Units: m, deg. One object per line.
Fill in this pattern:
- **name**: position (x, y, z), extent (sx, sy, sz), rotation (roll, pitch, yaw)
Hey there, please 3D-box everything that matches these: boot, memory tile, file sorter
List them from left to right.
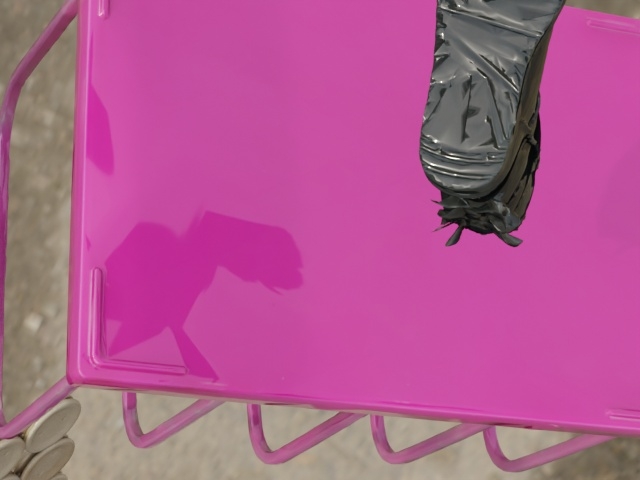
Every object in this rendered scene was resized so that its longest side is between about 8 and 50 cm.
- **memory tile**: position (-0.187, 0.141, 1.021), extent (0.148, 0.113, 0.012), rotation (-33, 66, -31)
- **file sorter**: position (0.000, 0.000, 0.946), extent (0.290, 0.182, 0.202), rotation (7, 71, -23)
- **boot**: position (0.066, -0.059, 0.719), extent (0.045, 0.099, 0.121), rotation (12, 83, 13)
